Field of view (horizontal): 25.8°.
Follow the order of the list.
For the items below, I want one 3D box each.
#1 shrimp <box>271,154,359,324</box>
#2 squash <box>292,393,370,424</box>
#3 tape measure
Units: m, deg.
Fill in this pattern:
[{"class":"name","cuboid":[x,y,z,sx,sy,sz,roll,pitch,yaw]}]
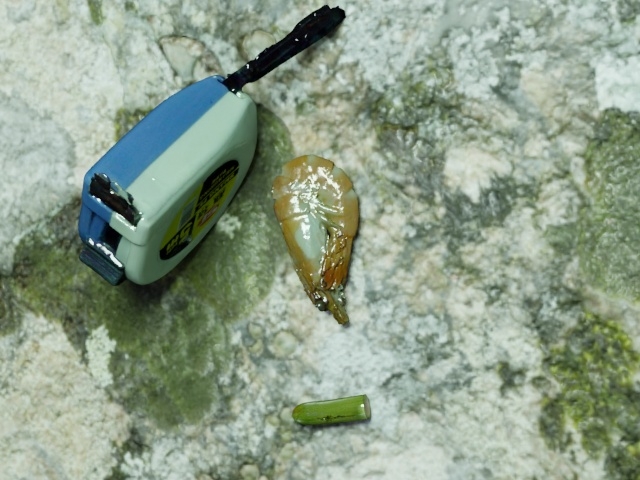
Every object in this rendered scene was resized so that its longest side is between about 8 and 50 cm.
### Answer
[{"class":"shrimp","cuboid":[0.000,0.000,1.470,0.091,0.043,0.184,-9,90,13]},{"class":"squash","cuboid":[0.010,0.182,1.486,0.083,0.027,0.028,-9,91,18]},{"class":"tape measure","cuboid":[-0.116,-0.103,1.454,0.098,0.215,0.351,39,58,10]}]
